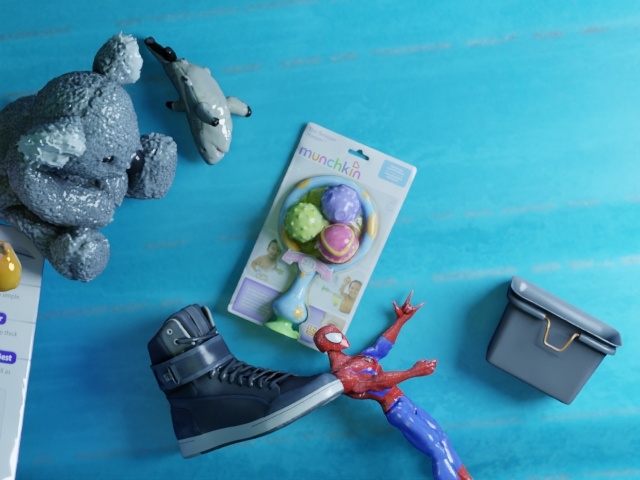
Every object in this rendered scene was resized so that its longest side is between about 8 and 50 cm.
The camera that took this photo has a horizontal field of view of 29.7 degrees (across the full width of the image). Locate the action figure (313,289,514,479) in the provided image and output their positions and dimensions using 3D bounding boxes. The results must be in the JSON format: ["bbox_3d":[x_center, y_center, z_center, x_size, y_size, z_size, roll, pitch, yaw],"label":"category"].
[{"bbox_3d":[0.121,0.170,1.339,0.280,0.091,0.139,40,102,3],"label":"action figure"}]

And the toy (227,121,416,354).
[{"bbox_3d":[0.000,0.000,1.363,0.137,0.056,0.237,24,94,3],"label":"toy"}]

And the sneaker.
[{"bbox_3d":[-0.093,0.138,1.338,0.226,0.086,0.163,-21,87,29],"label":"sneaker"}]

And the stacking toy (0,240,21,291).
[{"bbox_3d":[-0.415,-0.063,1.247,0.302,0.166,0.175,45,134,1],"label":"stacking toy"}]

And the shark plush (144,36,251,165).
[{"bbox_3d":[-0.156,-0.164,1.378,0.161,0.073,0.067,46,126,-2],"label":"shark plush"}]

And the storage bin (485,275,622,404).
[{"bbox_3d":[0.249,0.116,1.326,0.135,0.098,0.091,27,105,5],"label":"storage bin"}]

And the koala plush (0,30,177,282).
[{"bbox_3d":[-0.259,-0.104,1.270,0.203,0.221,0.196,36,61,-3],"label":"koala plush"}]

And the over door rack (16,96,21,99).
[{"bbox_3d":[-0.476,-0.252,1.319,0.324,0.108,0.239,21,137,6],"label":"over door rack"}]

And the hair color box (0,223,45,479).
[{"bbox_3d":[-0.411,0.145,1.299,0.185,0.110,0.338,10,69,-17],"label":"hair color box"}]
